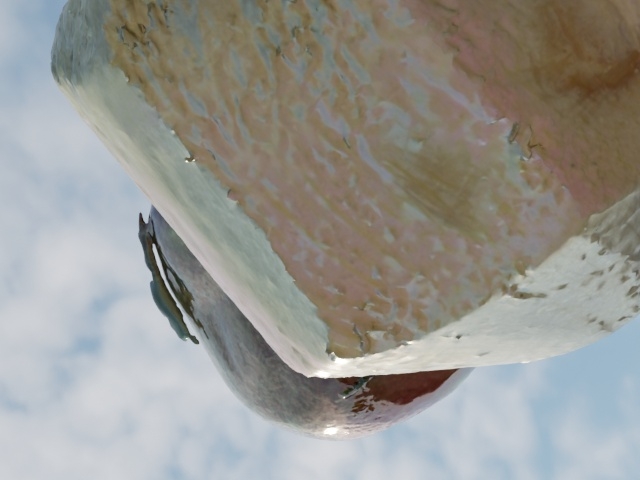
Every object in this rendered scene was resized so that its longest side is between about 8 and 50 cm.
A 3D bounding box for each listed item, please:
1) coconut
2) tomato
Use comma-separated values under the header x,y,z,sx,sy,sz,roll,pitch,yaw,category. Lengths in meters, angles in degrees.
x,y,z,sx,sy,sz,roll,pitch,yaw,category
0.052,-0.076,0.982,0.309,0.297,0.297,45,-139,-3,coconut
0.000,0.000,1.547,0.303,0.239,0.303,15,-111,-42,tomato
